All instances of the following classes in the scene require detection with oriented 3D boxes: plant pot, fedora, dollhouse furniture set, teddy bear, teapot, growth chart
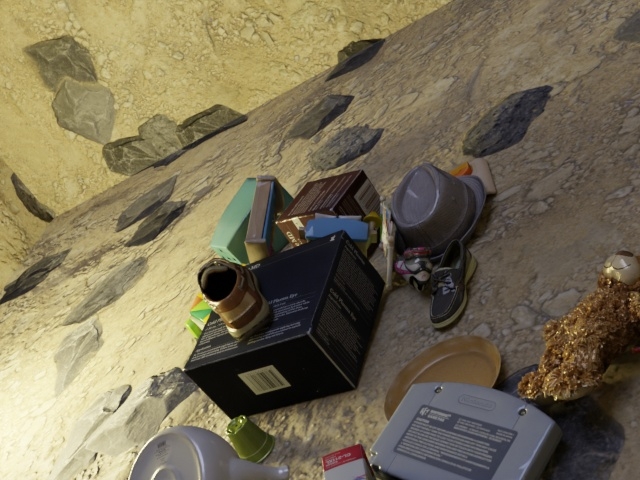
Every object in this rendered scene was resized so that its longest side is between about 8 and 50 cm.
[{"bbox_3d":[0.222,0.263,1.682,0.236,0.032,0.236,-30,24,15],"label":"plant pot"},{"bbox_3d":[0.244,-0.082,2.131,0.243,0.124,0.275,-19,39,34],"label":"fedora"},{"bbox_3d":[-0.187,-0.037,2.643,0.234,0.166,0.165,-52,27,-19],"label":"plant pot"},{"bbox_3d":[0.000,0.000,2.215,0.303,0.286,0.198,2,53,8],"label":"dollhouse furniture set"},{"bbox_3d":[0.436,0.132,1.485,0.338,0.113,0.245,-44,-4,-4],"label":"teddy bear"},{"bbox_3d":[-0.221,0.467,1.721,0.256,0.187,0.252,24,89,45],"label":"teapot"},{"bbox_3d":[-0.146,0.392,1.875,0.083,0.079,0.083,-29,23,14],"label":"plant pot"},{"bbox_3d":[0.151,-0.002,2.136,0.021,0.172,0.237,-2,29,0],"label":"growth chart"}]

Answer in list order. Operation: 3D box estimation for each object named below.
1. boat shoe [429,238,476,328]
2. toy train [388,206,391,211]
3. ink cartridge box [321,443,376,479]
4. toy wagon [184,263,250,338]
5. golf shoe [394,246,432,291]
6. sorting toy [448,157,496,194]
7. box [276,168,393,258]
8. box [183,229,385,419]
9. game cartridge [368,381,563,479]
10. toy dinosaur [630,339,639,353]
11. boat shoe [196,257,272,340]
[{"bbox_3d":[0.258,0.084,1.915,0.080,0.073,0.223,-17,29,36],"label":"boat shoe"},{"bbox_3d":[0.182,-0.070,2.381,0.024,0.017,0.083,-52,26,-10],"label":"toy train"},{"bbox_3d":[0.059,0.423,1.457,0.072,0.127,0.175,-19,23,5],"label":"ink cartridge box"},{"bbox_3d":[-0.201,0.160,2.402,0.267,0.068,0.344,-43,24,-16],"label":"toy wagon"},{"bbox_3d":[0.196,0.069,1.999,0.067,0.086,0.186,-3,-10,-3],"label":"golf shoe"},{"bbox_3d":[0.313,-0.117,2.266,0.208,0.038,0.193,-28,24,16],"label":"sorting toy"},{"bbox_3d":[0.038,-0.050,2.346,0.203,0.168,0.167,-11,33,44],"label":"box"},{"bbox_3d":[-0.071,0.183,2.022,0.343,0.179,0.312,-19,33,33],"label":"box"},{"bbox_3d":[0.227,0.322,1.488,0.297,0.062,0.198,7,48,50],"label":"game cartridge"},{"bbox_3d":[0.505,0.151,1.461,0.047,0.090,0.082,-5,-7,34],"label":"toy dinosaur"},{"bbox_3d":[-0.198,0.093,1.986,0.122,0.120,0.324,-42,27,-6],"label":"boat shoe"}]
